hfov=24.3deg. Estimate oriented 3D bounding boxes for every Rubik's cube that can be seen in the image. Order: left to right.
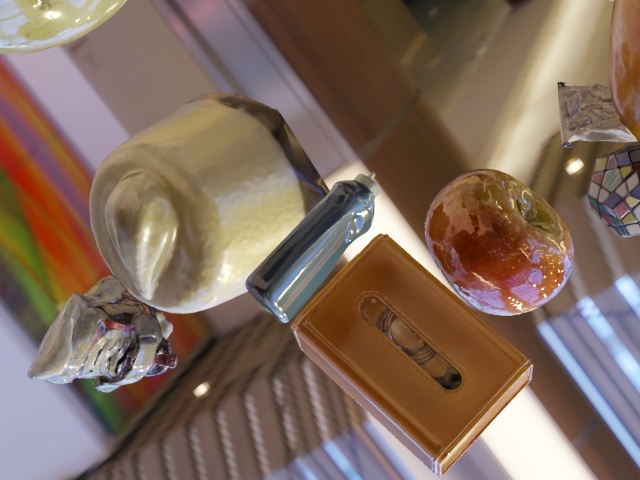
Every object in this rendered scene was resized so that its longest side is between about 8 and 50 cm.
[{"bbox_3d":[0.342,-0.055,1.604,0.111,0.111,0.093,-33,-156,21],"label":"Rubik's cube"}]

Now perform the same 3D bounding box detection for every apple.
[{"bbox_3d":[0.256,0.006,2.191,0.173,0.235,0.210,-41,-168,28],"label":"apple"}]

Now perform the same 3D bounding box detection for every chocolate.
[{"bbox_3d":[-0.193,-0.026,2.276,0.314,0.326,0.297,-23,-164,45],"label":"chocolate"}]

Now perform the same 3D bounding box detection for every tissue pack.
[{"bbox_3d":[0.126,0.150,2.008,0.194,0.274,0.145,-46,166,-9],"label":"tissue pack"}]

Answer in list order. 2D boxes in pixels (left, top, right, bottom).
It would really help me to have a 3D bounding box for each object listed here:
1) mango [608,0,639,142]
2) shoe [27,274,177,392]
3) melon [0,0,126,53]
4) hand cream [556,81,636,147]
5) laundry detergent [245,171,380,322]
[{"bbox_3d":[0.371,-0.238,1.471,0.199,0.201,0.350,-25,142,-43],"label":"mango"},{"bbox_3d":[-0.217,0.115,1.546,0.099,0.125,0.227,-55,179,16],"label":"shoe"},{"bbox_3d":[-0.262,-0.322,1.276,0.268,0.268,0.330,-44,154,-36],"label":"melon"},{"bbox_3d":[0.394,-0.150,1.667,0.257,0.084,0.050,-5,157,19],"label":"hand cream"},{"bbox_3d":[-0.001,-0.001,1.769,0.206,0.061,0.097,-49,149,-7],"label":"laundry detergent"}]
